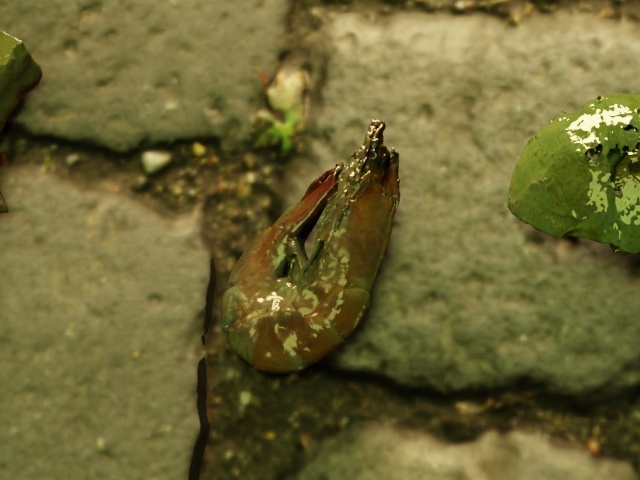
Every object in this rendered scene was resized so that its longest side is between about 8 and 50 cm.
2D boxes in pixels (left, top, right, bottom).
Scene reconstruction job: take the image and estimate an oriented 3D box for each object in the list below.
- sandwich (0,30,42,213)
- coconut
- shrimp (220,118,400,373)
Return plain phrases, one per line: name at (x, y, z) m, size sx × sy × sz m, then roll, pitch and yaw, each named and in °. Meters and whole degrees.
sandwich at (-0.304, -0.125, 1.256) m, size 0.212 × 0.063 × 0.245 m, roll -5°, pitch 66°, yaw 5°
coconut at (0.198, -0.042, 1.123) m, size 0.158 × 0.055 × 0.133 m, roll 3°, pitch 68°, yaw 11°
shrimp at (0.000, 0.000, 1.150) m, size 0.101 × 0.042 × 0.190 m, roll 19°, pitch 71°, yaw 26°
